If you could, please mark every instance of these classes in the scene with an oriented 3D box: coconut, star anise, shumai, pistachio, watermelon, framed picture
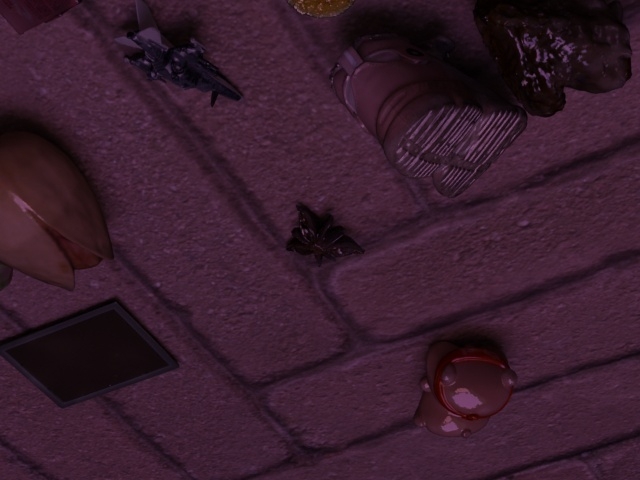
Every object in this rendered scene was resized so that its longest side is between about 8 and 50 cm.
[{"bbox_3d":[-0.550,0.050,2.102,0.083,0.081,0.082,-8,149,-6],"label":"coconut"},{"bbox_3d":[0.011,0.001,2.081,0.129,0.056,0.124,17,137,2],"label":"star anise"},{"bbox_3d":[0.326,-0.289,1.733,0.185,0.184,0.218,-33,119,4],"label":"shumai"},{"bbox_3d":[-0.434,-0.043,1.936,0.187,0.187,0.299,-21,134,18],"label":"pistachio"},{"bbox_3d":[0.002,-0.356,1.715,0.105,0.062,0.105,4,132,4],"label":"watermelon"},{"bbox_3d":[-0.426,0.210,2.313,0.274,0.017,0.217,-19,133,17],"label":"framed picture"}]

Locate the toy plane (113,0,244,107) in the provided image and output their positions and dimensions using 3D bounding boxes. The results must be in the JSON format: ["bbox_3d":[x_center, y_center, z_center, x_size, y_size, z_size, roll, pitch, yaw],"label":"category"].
[{"bbox_3d":[-0.199,-0.245,1.812,0.160,0.082,0.234,-6,142,44],"label":"toy plane"}]

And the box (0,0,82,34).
[{"bbox_3d":[-0.405,-0.361,1.700,0.111,0.060,0.156,-23,129,20],"label":"box"}]

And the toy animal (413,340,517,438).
[{"bbox_3d":[0.261,0.267,2.302,0.171,0.171,0.197,9,142,-10],"label":"toy animal"}]

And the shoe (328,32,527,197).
[{"bbox_3d":[0.160,-0.196,1.815,0.172,0.198,0.351,-45,157,14],"label":"shoe"}]
